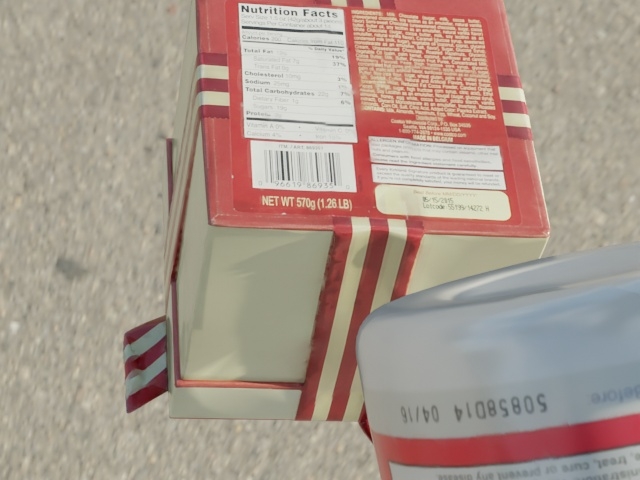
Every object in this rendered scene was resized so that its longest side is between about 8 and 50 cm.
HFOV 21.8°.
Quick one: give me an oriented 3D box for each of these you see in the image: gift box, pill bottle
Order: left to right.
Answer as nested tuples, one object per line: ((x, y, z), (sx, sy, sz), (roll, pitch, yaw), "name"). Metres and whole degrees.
((0.000, 0.000, 1.146), (0.255, 0.258, 0.276), (6, 53, -7), "gift box")
((0.165, 0.211, 0.797), (0.229, 0.229, 0.407), (-12, 92, -22), "pill bottle")
